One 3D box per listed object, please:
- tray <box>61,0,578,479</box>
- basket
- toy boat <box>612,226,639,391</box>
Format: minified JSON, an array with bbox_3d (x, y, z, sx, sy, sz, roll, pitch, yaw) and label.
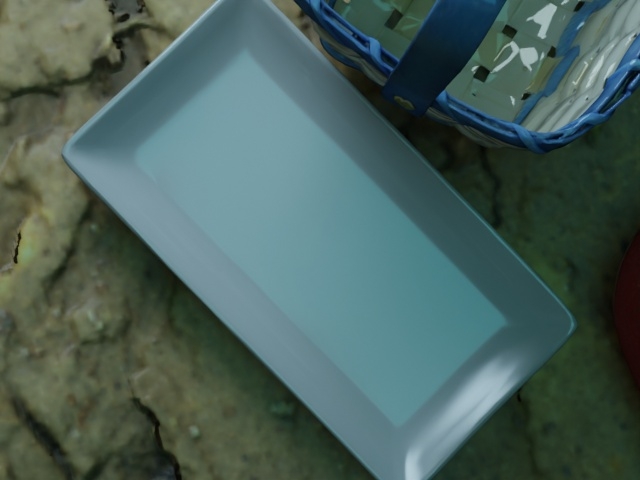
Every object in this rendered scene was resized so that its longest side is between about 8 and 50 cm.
[{"bbox_3d":[0.000,0.000,0.874,0.145,0.030,0.270,-44,90,-9],"label":"tray"},{"bbox_3d":[0.098,-0.167,0.771,0.201,0.289,0.255,32,79,-4],"label":"basket"},{"bbox_3d":[0.257,0.068,0.833,0.151,0.151,0.231,-27,87,-9],"label":"toy boat"}]
